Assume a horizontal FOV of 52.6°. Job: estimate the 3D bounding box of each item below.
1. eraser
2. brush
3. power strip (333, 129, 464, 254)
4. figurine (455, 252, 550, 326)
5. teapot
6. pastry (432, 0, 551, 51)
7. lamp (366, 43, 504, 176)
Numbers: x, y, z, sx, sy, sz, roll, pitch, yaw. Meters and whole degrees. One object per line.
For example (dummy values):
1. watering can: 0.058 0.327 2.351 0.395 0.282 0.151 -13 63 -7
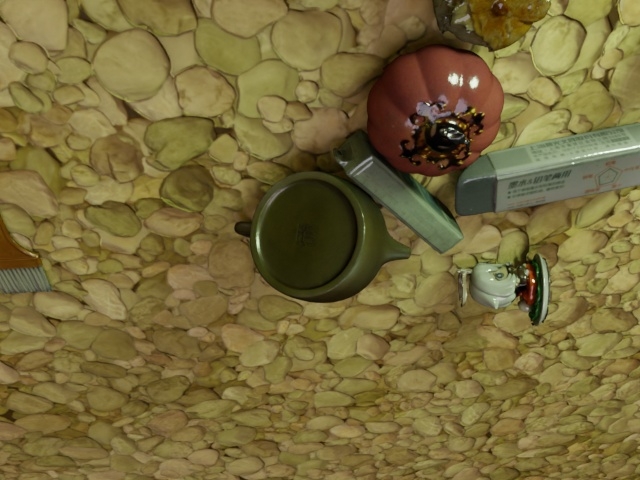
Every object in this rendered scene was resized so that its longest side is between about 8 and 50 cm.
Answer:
1. eraser: 0.372 -0.108 0.983 0.351 0.061 0.089 -10 137 2
2. brush: -0.488 -0.024 0.965 0.090 0.017 0.314 -5 135 -4
3. power strip: 0.123 -0.069 0.970 0.052 0.078 0.272 -38 128 20
4. figurine: 0.315 0.087 1.145 0.153 0.132 0.132 2 136 7
5. teapot: 0.000 0.000 0.968 0.267 0.186 0.175 8 174 25
6. pastry: 0.201 -0.295 0.752 0.153 0.081 0.153 -7 129 -9
7. lamp: 0.149 -0.160 0.839 0.181 0.140 0.182 -1 137 -1
